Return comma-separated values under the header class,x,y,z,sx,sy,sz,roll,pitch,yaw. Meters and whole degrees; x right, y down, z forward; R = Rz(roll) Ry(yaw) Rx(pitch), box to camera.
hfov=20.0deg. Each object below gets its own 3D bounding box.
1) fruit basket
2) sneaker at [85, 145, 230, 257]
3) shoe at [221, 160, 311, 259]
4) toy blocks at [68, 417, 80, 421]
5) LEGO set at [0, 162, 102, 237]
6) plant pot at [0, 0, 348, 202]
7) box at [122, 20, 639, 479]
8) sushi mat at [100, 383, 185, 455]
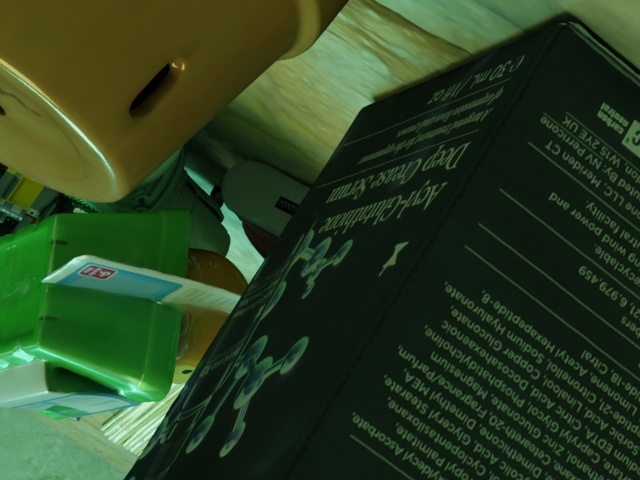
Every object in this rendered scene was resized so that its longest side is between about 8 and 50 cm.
class,x,y,z,sx,sy,sz,roll,pitch,yaw
fruit basket,-0.111,0.091,1.520,0.353,0.165,0.327,21,160,-28
sneaker,-0.120,-0.046,1.519,0.151,0.094,0.256,37,167,-13
shoe,0.000,0.000,1.496,0.178,0.063,0.081,30,166,23
toy blocks,-0.355,0.140,2.374,0.261,0.190,0.381,13,158,19
LEGO set,-0.333,0.047,1.978,0.331,0.192,0.255,27,162,16
plant pot,-0.144,-0.160,1.052,0.291,0.203,0.291,30,163,10
box,0.061,0.106,1.098,0.212,0.395,0.293,36,162,-14
sushi mat,-0.084,0.166,1.877,0.151,0.019,0.316,36,128,-19
